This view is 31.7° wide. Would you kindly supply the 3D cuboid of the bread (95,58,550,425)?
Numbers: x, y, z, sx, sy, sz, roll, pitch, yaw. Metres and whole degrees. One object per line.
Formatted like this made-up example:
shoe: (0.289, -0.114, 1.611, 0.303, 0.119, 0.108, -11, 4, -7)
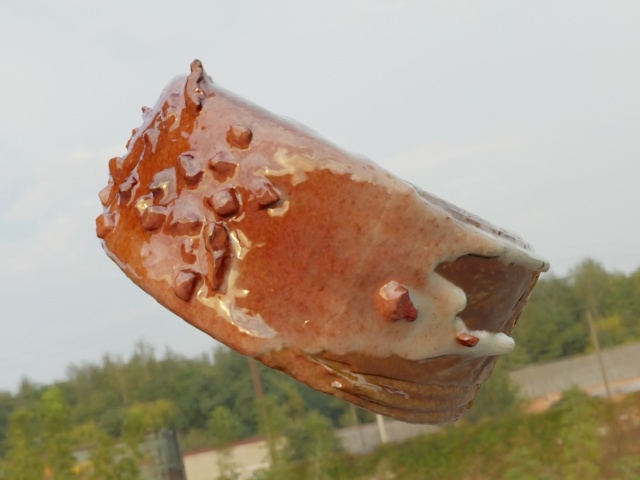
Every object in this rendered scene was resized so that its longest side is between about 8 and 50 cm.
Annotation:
bread: (0.000, 0.000, 0.403, 0.160, 0.073, 0.160, 29, 6, -3)
